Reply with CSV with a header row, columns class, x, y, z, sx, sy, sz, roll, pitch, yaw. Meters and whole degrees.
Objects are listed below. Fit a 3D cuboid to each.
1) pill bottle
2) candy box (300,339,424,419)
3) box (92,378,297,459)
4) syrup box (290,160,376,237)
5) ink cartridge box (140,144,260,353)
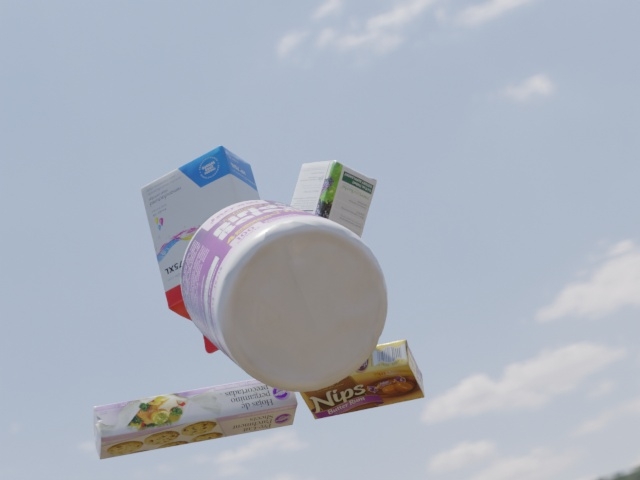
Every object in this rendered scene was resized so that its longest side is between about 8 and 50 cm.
class,x,y,z,sx,sy,sz,roll,pitch,yaw
pill bottle,-0.052,0.045,1.486,0.169,0.169,0.301,-13,10,-14
candy box,0.062,0.221,2.300,0.186,0.053,0.109,-13,-39,10
box,-0.199,0.279,2.300,0.323,0.063,0.067,-7,-38,-19
syrup box,0.000,0.000,2.305,0.093,0.237,0.096,24,-15,-34
ink cartridge box,-0.136,0.012,1.856,0.134,0.231,0.078,-27,-29,18
